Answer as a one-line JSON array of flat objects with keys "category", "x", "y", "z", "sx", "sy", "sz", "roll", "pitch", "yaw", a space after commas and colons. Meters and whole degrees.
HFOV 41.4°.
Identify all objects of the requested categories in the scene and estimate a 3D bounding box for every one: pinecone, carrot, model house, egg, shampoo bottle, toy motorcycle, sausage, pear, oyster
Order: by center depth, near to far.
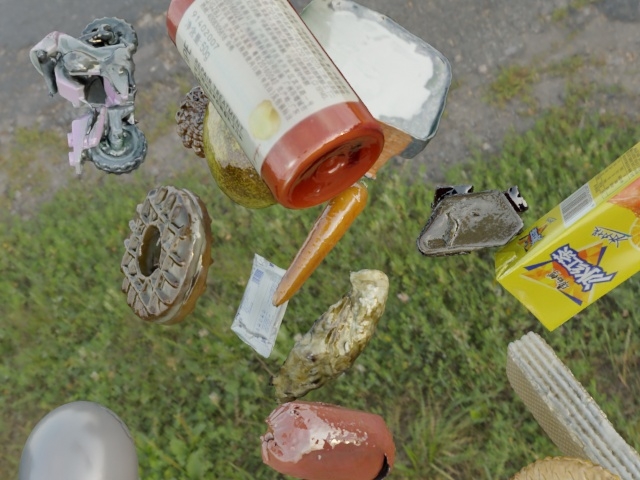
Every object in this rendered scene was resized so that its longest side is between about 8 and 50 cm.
[{"category": "shampoo bottle", "x": -0.061, "y": -0.163, "z": 0.723, "sx": 0.104, "sy": 0.104, "sz": 0.278, "roll": -34, "pitch": 70, "yaw": 2}, {"category": "egg", "x": -0.303, "y": 0.297, "z": 1.068, "sx": 0.146, "sy": 0.146, "sz": 0.198, "roll": -23, "pitch": 54, "yaw": 13}, {"category": "pear", "x": -0.064, "y": -0.143, "z": 1.136, "sx": 0.197, "sy": 0.197, "sz": 0.197, "roll": -16, "pitch": 49, "yaw": 19}, {"category": "oyster", "x": 0.015, "y": 0.178, "z": 1.336, "sx": 0.094, "sy": 0.294, "sz": 0.166, "roll": 39, "pitch": 45, "yaw": 15}, {"category": "model house", "x": 0.031, "y": -0.219, "z": 1.426, "sx": 0.301, "sy": 0.271, "sz": 0.190, "roll": -50, "pitch": 19, "yaw": 56}, {"category": "carrot", "x": 0.000, "y": 0.000, "z": 1.463, "sx": 0.066, "sy": 0.062, "sz": 0.271, "roll": 18, "pitch": 68, "yaw": 50}, {"category": "toy motorcycle", "x": -0.402, "y": -0.253, "z": 1.466, "sx": 0.188, "sy": 0.143, "sz": 0.327, "roll": -4, "pitch": 64, "yaw": -12}, {"category": "model house", "x": 0.295, "y": -0.039, "z": 1.629, "sx": 0.203, "sy": 0.164, "sz": 0.141, "roll": -1, "pitch": 89, "yaw": 17}, {"category": "sausage", "x": 0.020, "y": 0.391, "z": 1.631, "sx": 0.152, "sy": 0.280, "sz": 0.152, "roll": -45, "pitch": 36, "yaw": 48}, {"category": "pinecone", "x": -0.215, "y": -0.246, "z": 1.737, "sx": 0.174, "sy": 0.173, "sz": 0.173, "roll": -16, "pitch": 49, "yaw": 19}]

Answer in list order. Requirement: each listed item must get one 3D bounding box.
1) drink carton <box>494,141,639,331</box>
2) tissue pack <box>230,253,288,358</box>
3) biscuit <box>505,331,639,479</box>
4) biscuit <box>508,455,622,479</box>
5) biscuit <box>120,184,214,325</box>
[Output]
[{"category": "drink carton", "x": 0.485, "y": -0.007, "z": 1.473, "sx": 0.351, "sy": 0.154, "sz": 0.111, "roll": -41, "pitch": 15, "yaw": 25}, {"category": "tissue pack", "x": -0.125, "y": 0.140, "z": 1.814, "sx": 0.123, "sy": 0.026, "sz": 0.193, "roll": 27, "pitch": 105, "yaw": 30}, {"category": "biscuit", "x": 0.465, "y": 0.348, "z": 1.453, "sx": 0.078, "sy": 0.144, "sz": 0.426, "roll": -29, "pitch": 54, "yaw": -8}, {"category": "biscuit", "x": 0.349, "y": 0.424, "z": 1.169, "sx": 0.254, "sy": 0.035, "sz": 0.254, "roll": -1, "pitch": 89, "yaw": 37}, {"category": "biscuit", "x": -0.354, "y": 0.033, "z": 1.940, "sx": 0.332, "sy": 0.103, "sz": 0.332, "roll": -19, "pitch": 66, "yaw": 49}]
